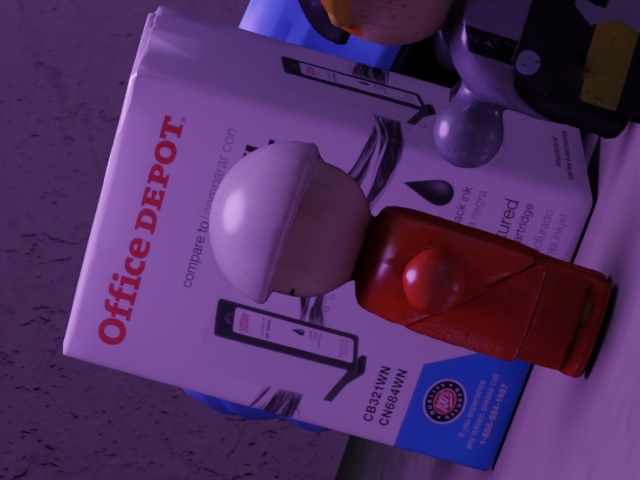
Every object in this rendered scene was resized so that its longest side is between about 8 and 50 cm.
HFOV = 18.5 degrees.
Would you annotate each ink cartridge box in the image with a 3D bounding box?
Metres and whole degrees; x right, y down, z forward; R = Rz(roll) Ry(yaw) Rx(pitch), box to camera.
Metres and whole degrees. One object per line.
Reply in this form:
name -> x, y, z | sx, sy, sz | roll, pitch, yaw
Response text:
ink cartridge box -> 0.000, 0.000, 0.875 | 0.086, 0.203, 0.148 | -85, 10, -63

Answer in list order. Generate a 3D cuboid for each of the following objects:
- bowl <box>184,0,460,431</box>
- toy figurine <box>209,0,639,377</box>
bowl -> 0.048, -0.072, 1.087 | 0.391, 0.077, 0.391 | -55, -19, -29
toy figurine -> 0.056, -0.081, 0.684 | 0.209, 0.148, 0.213 | 107, -178, -54
